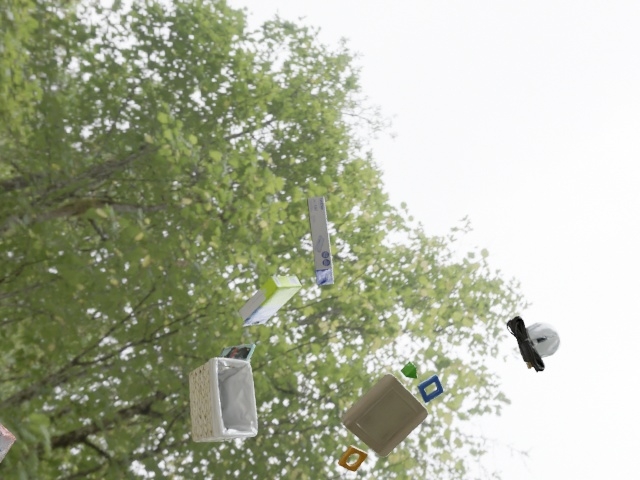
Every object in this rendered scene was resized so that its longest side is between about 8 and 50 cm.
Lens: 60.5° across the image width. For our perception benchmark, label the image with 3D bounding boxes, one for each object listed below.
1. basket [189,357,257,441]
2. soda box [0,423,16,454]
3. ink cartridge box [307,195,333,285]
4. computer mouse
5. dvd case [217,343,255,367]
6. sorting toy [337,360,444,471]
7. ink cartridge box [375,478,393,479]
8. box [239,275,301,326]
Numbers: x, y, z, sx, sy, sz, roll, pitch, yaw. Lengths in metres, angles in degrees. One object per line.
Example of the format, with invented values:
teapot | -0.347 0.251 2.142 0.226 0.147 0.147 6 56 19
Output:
basket | -0.218 0.355 1.205 0.103 0.113 0.167 -28 -121 30
soda box | -0.602 0.380 0.976 0.058 0.063 0.183 45 -48 -2
ink cartridge box | 0.000 0.000 1.400 0.046 0.097 0.207 -7 -117 -1
computer mouse | 0.420 0.187 1.046 0.042 0.193 0.106 -34 -111 32
dvd case | -0.259 0.350 1.644 0.119 0.087 0.013 -14 -59 29
sorting toy | 0.166 0.459 1.452 0.347 0.047 0.196 -43 -63 -2
ink cartridge box | 0.057 0.551 0.936 0.198 0.269 0.197 -43 -121 60
box | -0.146 0.169 1.537 0.178 0.109 0.042 -46 -117 25
